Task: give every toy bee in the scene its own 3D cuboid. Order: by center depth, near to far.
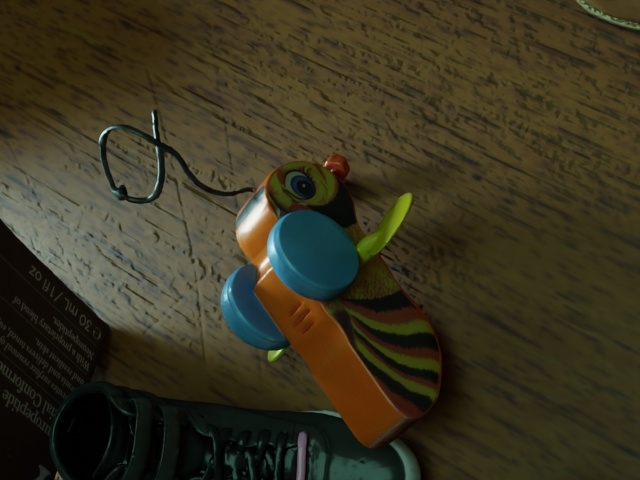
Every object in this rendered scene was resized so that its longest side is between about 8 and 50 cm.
[{"bbox_3d":[0.000,0.000,1.021,0.195,0.162,0.298,-19,103,42],"label":"toy bee"}]

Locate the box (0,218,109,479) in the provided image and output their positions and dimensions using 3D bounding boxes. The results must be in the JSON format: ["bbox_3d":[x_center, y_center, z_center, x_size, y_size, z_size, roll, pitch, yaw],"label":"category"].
[{"bbox_3d":[-0.322,0.179,1.055,0.143,0.191,0.381,-2,55,29],"label":"box"}]

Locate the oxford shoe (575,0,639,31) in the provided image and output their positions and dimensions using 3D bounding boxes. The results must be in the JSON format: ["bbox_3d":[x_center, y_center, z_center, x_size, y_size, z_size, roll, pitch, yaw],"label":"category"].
[{"bbox_3d":[0.267,-0.185,0.934,0.212,0.076,0.076,10,88,33],"label":"oxford shoe"}]

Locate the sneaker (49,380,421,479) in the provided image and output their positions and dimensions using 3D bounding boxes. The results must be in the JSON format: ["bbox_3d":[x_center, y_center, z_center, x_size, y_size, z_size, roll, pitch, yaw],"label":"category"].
[{"bbox_3d":[-0.079,0.171,1.026,0.295,0.147,0.105,3,81,29],"label":"sneaker"}]
